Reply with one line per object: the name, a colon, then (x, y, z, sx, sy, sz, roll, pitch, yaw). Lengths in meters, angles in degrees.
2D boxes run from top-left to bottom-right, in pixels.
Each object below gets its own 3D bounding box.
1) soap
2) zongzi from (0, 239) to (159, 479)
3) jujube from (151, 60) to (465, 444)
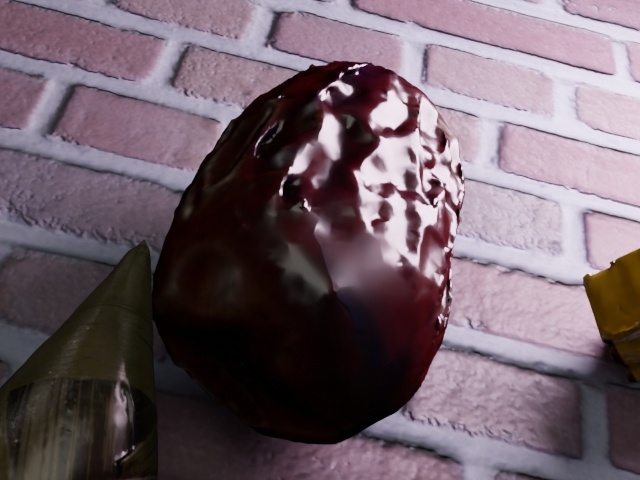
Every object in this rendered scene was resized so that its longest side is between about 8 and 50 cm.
soap: (0.384, 0.074, 0.860, 0.257, 0.160, 0.080, 2, 50, -14)
zongzi: (-0.257, 0.154, 0.613, 0.289, 0.154, 0.318, 0, 67, -13)
jujube: (0.000, 0.000, 0.771, 0.258, 0.258, 0.377, 16, 43, -1)
